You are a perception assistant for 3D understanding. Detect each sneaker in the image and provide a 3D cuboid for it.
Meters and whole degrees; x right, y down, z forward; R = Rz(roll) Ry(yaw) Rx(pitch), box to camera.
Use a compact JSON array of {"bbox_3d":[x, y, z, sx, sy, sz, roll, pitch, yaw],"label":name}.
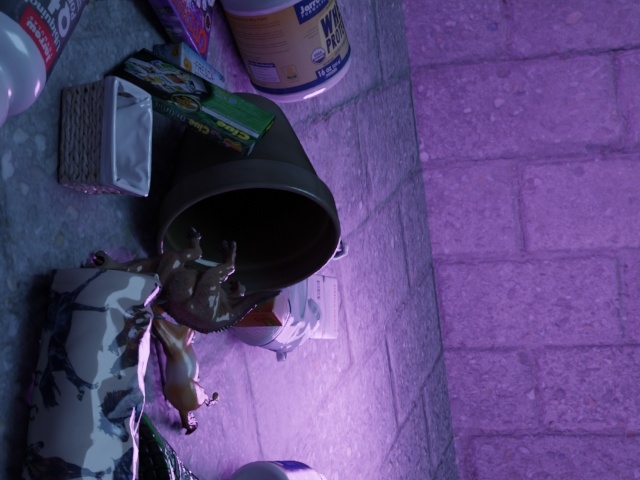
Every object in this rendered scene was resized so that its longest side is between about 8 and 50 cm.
[{"bbox_3d":[-0.080,0.074,2.211,0.210,0.137,0.366,53,43,-58],"label":"sneaker"},{"bbox_3d":[-0.259,0.386,1.626,0.343,0.134,0.146,63,8,-10],"label":"sneaker"},{"bbox_3d":[0.000,0.000,2.509,0.237,0.086,0.085,20,70,-67],"label":"sneaker"}]

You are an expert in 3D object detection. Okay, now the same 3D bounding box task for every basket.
[{"bbox_3d":[-0.328,-0.153,1.593,0.113,0.103,0.167,23,65,-68],"label":"basket"}]

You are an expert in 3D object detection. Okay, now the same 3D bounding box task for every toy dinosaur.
[{"bbox_3d":[-0.223,0.092,1.687,0.200,0.295,0.127,-68,178,-47],"label":"toy dinosaur"}]

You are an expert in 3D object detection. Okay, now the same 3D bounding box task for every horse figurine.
[{"bbox_3d":[-0.239,0.222,1.841,0.174,0.066,0.263,-19,102,-75],"label":"horse figurine"}]

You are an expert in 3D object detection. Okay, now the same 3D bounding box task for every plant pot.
[{"bbox_3d":[-0.141,-0.104,1.878,0.323,0.323,0.280,58,18,-53],"label":"plant pot"}]

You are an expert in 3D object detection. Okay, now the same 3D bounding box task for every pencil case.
[{"bbox_3d":[-0.316,0.227,1.479,0.183,0.160,0.410,22,65,-50],"label":"pencil case"}]

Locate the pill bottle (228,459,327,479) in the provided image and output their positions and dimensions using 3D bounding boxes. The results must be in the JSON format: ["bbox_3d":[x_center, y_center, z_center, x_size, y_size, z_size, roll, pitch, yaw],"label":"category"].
[{"bbox_3d":[-0.078,0.522,2.115,0.264,0.153,0.153,28,61,-68],"label":"pill bottle"}]

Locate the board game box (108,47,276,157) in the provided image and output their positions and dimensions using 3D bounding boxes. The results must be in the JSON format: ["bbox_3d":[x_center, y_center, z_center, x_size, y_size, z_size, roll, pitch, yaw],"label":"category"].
[{"bbox_3d":[-0.212,-0.233,1.745,0.030,0.259,0.136,-64,177,31],"label":"board game box"}]

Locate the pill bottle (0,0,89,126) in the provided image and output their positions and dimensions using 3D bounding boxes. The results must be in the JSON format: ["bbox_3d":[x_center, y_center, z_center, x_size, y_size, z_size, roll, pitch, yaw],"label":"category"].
[{"bbox_3d":[-0.404,-0.263,1.288,0.176,0.176,0.318,66,28,-45],"label":"pill bottle"}]

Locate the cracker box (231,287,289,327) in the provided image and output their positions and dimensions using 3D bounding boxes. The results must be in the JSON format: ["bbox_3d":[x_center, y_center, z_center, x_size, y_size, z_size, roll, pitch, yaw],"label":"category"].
[{"bbox_3d":[-0.135,0.052,2.019,0.067,0.155,0.232,58,35,-54],"label":"cracker box"}]

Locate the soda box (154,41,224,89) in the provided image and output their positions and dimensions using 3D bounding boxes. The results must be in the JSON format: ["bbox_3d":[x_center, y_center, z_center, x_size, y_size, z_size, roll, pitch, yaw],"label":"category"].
[{"bbox_3d":[-0.240,-0.303,1.924,0.183,0.058,0.063,33,56,-67],"label":"soda box"}]

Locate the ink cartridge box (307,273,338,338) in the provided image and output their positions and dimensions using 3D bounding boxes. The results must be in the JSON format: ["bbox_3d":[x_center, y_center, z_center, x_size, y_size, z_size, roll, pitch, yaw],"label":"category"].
[{"bbox_3d":[-0.031,0.152,2.395,0.203,0.086,0.148,18,71,-70],"label":"ink cartridge box"}]

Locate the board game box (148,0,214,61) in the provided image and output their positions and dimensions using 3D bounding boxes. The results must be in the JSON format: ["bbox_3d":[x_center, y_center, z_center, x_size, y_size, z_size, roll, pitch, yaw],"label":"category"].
[{"bbox_3d":[-0.257,-0.484,1.848,0.347,0.056,0.208,63,34,-67],"label":"board game box"}]

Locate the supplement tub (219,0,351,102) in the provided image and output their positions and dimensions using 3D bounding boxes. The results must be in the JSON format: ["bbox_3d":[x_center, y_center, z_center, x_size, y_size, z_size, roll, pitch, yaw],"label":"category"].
[{"bbox_3d":[-0.078,-0.470,2.152,0.228,0.228,0.316,-73,152,-43],"label":"supplement tub"}]
